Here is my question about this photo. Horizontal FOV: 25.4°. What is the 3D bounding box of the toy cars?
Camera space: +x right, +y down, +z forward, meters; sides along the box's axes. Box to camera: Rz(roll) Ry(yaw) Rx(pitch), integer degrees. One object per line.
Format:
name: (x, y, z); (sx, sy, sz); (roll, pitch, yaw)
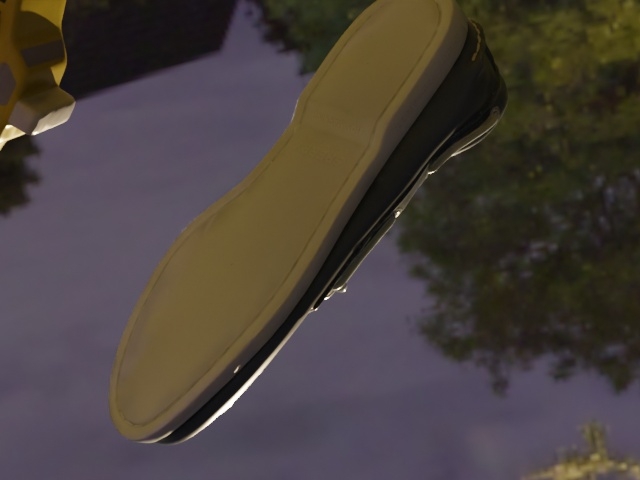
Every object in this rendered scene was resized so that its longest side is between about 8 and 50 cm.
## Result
toy cars: (-0.281, -0.030, 0.982); (0.393, 0.087, 0.176); (-55, 172, -19)

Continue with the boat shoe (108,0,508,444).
boat shoe: (0.000, 0.000, 0.844); (0.319, 0.099, 0.116); (-54, -139, -3)
